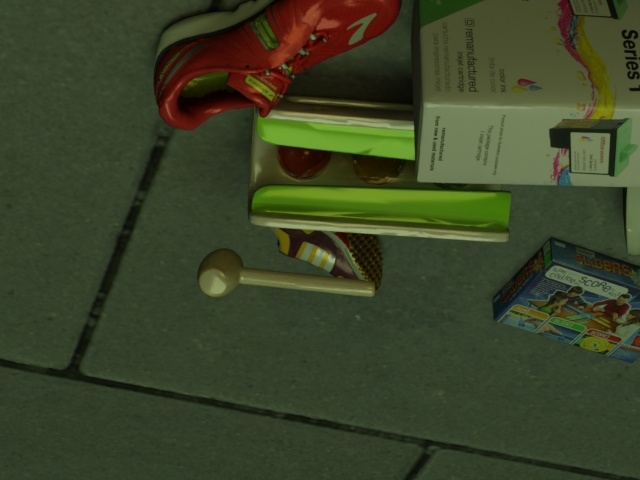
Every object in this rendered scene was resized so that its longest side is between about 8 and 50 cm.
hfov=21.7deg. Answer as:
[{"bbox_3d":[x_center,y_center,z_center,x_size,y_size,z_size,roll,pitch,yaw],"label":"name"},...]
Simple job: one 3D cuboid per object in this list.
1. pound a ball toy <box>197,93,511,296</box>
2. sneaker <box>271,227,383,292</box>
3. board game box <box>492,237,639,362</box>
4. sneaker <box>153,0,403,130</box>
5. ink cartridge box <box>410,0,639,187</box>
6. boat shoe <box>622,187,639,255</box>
[{"bbox_3d":[0.036,-0.044,1.750,0.319,0.136,0.208,3,105,-3],"label":"pound a ball toy"},{"bbox_3d":[0.000,0.000,1.894,0.084,0.069,0.185,-14,133,31],"label":"sneaker"},{"bbox_3d":[0.327,0.075,1.997,0.201,0.035,0.136,18,138,-20],"label":"board game box"},{"bbox_3d":[-0.040,-0.177,1.626,0.279,0.118,0.107,-21,137,25],"label":"sneaker"},{"bbox_3d":[0.228,-0.160,1.575,0.278,0.201,0.117,1,141,-1],"label":"ink cartridge box"},{"bbox_3d":[0.368,-0.065,1.787,0.081,0.079,0.227,2,138,6],"label":"boat shoe"}]
